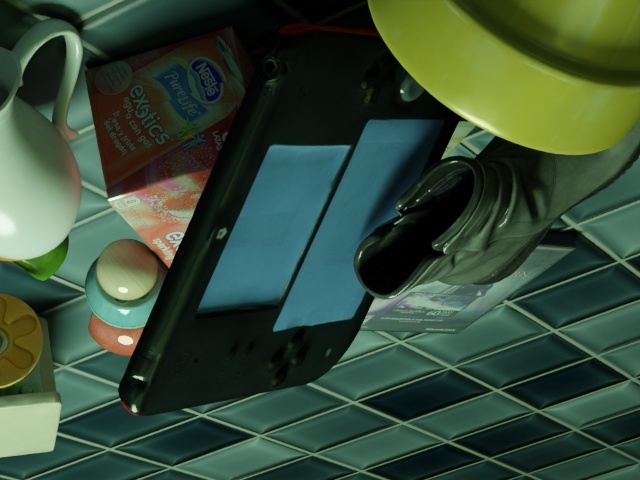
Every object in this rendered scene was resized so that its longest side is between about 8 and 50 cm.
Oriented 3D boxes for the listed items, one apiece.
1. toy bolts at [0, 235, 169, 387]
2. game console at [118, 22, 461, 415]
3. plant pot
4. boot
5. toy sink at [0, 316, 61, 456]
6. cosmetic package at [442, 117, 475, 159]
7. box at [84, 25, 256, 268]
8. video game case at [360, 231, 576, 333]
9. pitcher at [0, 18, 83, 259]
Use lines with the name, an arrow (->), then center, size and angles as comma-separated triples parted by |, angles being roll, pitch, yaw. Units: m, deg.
toy bolts -> -0.263, 0.044, 1.756 | 0.229, 0.218, 0.158 | 17, 159, 2
game console -> -0.011, -0.020, 1.648 | 0.342, 0.060, 0.386 | -10, 128, -60
plant pot -> 0.198, -0.237, 1.391 | 0.254, 0.254, 0.239 | 4, 136, -32
boot -> 0.191, -0.070, 1.710 | 0.338, 0.118, 0.223 | -56, 157, 21
toy sink -> -0.401, 0.174, 2.157 | 0.153, 0.131, 0.234 | -6, 161, -12
cosmetic package -> 0.112, -0.114, 1.848 | 0.060, 0.041, 0.115 | 0, 154, -25
box -> -0.101, -0.065, 1.736 | 0.154, 0.142, 0.300 | -16, 156, 7
video game case -> 0.169, 0.054, 2.275 | 0.196, 0.026, 0.274 | 4, 153, -31
pitcher -> -0.270, -0.091, 1.602 | 0.178, 0.125, 0.207 | -36, 145, -15
